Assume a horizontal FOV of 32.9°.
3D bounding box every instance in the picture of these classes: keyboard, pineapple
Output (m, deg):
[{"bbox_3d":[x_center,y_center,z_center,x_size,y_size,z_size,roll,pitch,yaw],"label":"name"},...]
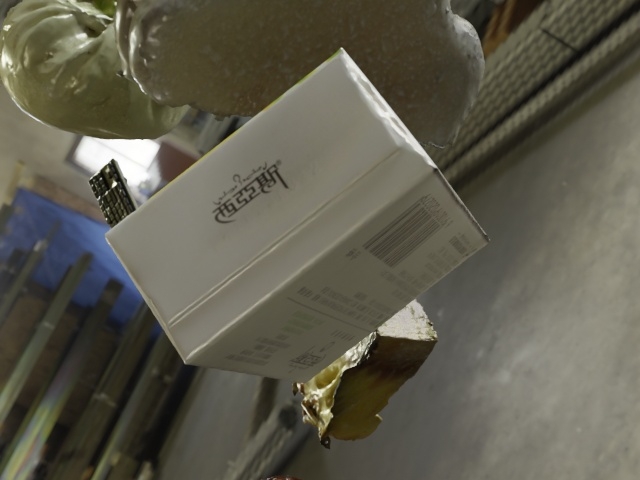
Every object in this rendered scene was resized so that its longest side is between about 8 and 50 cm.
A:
[{"bbox_3d":[-0.186,-0.013,1.047,0.015,0.129,0.049,-18,-10,-41],"label":"keyboard"},{"bbox_3d":[0.040,0.099,1.148,0.186,0.115,0.236,-22,71,60],"label":"pineapple"}]

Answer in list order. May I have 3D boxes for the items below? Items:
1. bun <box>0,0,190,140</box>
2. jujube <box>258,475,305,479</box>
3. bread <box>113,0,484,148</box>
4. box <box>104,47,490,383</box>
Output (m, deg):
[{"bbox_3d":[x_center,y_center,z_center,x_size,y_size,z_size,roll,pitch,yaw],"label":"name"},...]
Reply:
[{"bbox_3d":[-0.260,-0.233,1.316,0.160,0.259,0.259,-53,14,43],"label":"bun"},{"bbox_3d":[-0.088,0.325,1.055,0.230,0.155,0.155,-26,3,-15],"label":"jujube"},{"bbox_3d":[0.002,-0.179,0.870,0.102,0.337,0.183,30,110,50],"label":"bread"},{"bbox_3d":[0.000,0.000,0.765,0.194,0.111,0.260,-37,-15,6],"label":"box"}]
